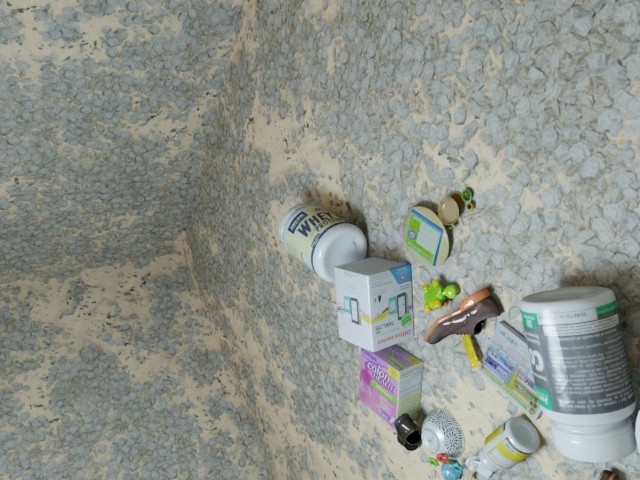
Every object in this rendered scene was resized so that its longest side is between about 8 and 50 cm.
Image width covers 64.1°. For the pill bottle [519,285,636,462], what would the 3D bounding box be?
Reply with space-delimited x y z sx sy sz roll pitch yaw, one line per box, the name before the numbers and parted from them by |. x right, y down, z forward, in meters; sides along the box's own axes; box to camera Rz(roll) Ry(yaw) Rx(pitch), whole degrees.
pill bottle | 0.598 0.298 1.180 0.204 0.204 0.361 -12 89 58

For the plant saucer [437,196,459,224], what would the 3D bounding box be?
plant saucer | 0.386 -0.088 1.526 0.083 0.015 0.083 16 109 56

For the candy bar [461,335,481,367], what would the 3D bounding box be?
candy bar | 0.452 0.306 1.564 0.040 0.018 0.161 -41 56 51

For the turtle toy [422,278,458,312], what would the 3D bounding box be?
turtle toy | 0.377 0.174 1.613 0.130 0.066 0.095 -39 43 52

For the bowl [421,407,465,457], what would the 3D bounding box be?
bowl | 0.396 0.663 1.725 0.170 0.080 0.170 25 121 51

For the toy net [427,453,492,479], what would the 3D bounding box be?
toy net | 0.459 0.723 1.655 0.122 0.045 0.232 51 136 2

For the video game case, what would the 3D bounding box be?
video game case | 0.555 0.364 1.436 0.212 0.023 0.193 42 133 42

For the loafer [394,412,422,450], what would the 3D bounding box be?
loafer | 0.314 0.691 1.791 0.078 0.080 0.220 45 167 45

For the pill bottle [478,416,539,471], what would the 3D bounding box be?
pill bottle | 0.533 0.591 1.465 0.103 0.103 0.184 57 142 31

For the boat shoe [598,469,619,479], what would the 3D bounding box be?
boat shoe | 0.689 0.656 1.270 0.073 0.073 0.207 20 115 52

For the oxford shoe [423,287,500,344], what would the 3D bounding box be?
oxford shoe | 0.416 0.254 1.525 0.271 0.097 0.098 -50 63 39

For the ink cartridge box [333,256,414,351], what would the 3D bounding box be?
ink cartridge box | 0.188 0.217 1.799 0.197 0.198 0.270 11 110 55

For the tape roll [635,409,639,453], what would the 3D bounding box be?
tape roll | 0.794 0.411 1.008 0.286 0.100 0.286 23 118 53

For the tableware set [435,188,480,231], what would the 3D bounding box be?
tableware set | 0.404 -0.090 1.531 0.154 0.024 0.104 -27 76 57

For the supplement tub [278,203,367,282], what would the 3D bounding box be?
supplement tub | 0.000 0.000 1.989 0.325 0.235 0.235 33 126 49

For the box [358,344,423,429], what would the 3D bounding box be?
box | 0.252 0.516 1.868 0.213 0.117 0.243 26 121 52

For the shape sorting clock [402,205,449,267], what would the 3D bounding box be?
shape sorting clock | 0.338 -0.011 1.641 0.206 0.040 0.206 30 127 50
